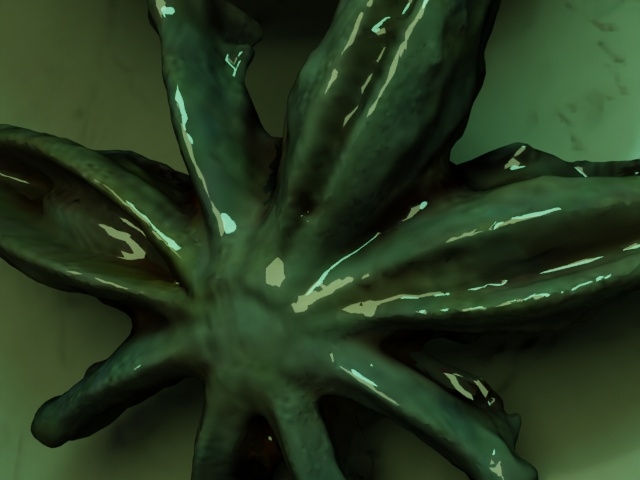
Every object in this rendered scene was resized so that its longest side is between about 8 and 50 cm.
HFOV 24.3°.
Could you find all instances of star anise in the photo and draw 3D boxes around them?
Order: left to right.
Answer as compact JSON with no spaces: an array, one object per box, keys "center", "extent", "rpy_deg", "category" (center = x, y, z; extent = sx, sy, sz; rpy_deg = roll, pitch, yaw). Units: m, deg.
[{"center":[0.005,-0.002,0.476],"extent":[0.258,0.111,0.198],"rpy_deg":[-27,85,20],"category":"star anise"}]
